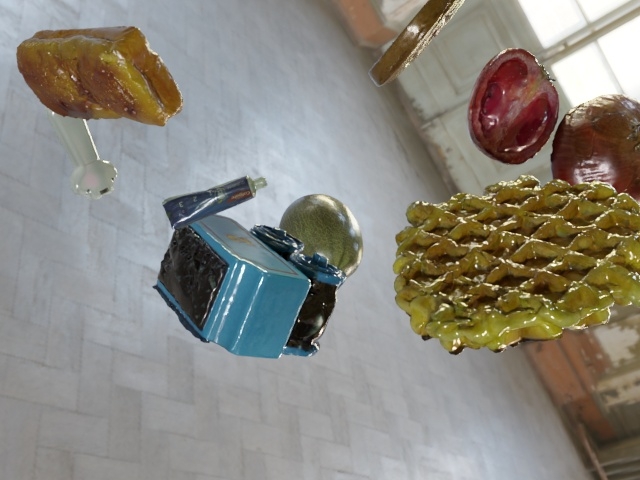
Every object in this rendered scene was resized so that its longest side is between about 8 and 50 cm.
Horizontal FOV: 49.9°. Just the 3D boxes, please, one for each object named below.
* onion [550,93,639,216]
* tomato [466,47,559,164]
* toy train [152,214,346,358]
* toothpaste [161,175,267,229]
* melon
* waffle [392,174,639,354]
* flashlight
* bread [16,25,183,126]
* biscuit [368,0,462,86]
[{"bbox_3d":[0.487,-0.129,1.099,0.229,0.163,0.230,3,85,-32],"label":"onion"},{"bbox_3d":[0.311,-0.229,1.181,0.189,0.173,0.099,44,-2,-26],"label":"tomato"},{"bbox_3d":[-0.127,0.069,1.177,0.265,0.188,0.300,13,14,-39],"label":"toy train"},{"bbox_3d":[-0.081,-0.033,0.534,0.019,0.083,0.027,70,0,-77],"label":"toothpaste"},{"bbox_3d":[0.000,0.000,1.968,0.237,0.237,0.302,40,15,-36],"label":"melon"},{"bbox_3d":[0.184,0.008,0.647,0.243,0.237,0.059,-81,156,-53],"label":"waffle"},{"bbox_3d":[-0.446,-0.172,1.268,0.093,0.047,0.200,-37,115,-40],"label":"flashlight"},{"bbox_3d":[-0.297,-0.212,0.913,0.077,0.270,0.139,-52,136,-26],"label":"bread"},{"bbox_3d":[0.259,-0.512,1.581,0.070,0.350,0.394,41,63,-6],"label":"biscuit"}]
